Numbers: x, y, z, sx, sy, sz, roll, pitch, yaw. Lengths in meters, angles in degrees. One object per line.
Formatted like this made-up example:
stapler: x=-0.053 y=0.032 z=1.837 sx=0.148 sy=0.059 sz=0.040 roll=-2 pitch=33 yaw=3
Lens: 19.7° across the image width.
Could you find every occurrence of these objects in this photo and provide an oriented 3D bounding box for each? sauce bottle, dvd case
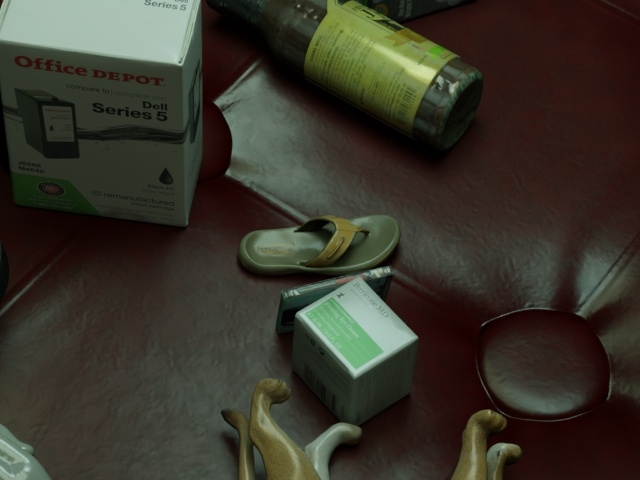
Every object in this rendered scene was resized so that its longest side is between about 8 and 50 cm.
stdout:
sauce bottle: x=0.022 y=-0.226 z=2.138 sx=0.344 sy=0.111 sz=0.111 roll=31 pitch=57 yaw=17
dvd case: x=0.014 y=0.062 z=1.935 sx=0.119 sy=0.087 sz=0.013 roll=-14 pitch=65 yaw=-14

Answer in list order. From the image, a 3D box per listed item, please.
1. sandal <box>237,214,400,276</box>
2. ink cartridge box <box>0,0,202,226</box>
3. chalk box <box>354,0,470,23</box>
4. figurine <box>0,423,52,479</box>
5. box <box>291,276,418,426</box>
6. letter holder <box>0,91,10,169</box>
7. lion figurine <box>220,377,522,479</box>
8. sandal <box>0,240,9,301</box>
sandal: x=0.000 y=0.000 z=2.004 sx=0.180 sy=0.049 sz=0.072 roll=-4 pitch=53 yaw=-6
ink cartridge box: x=-0.230 y=-0.150 z=1.964 sx=0.198 sy=0.273 sz=0.115 roll=8 pitch=53 yaw=3
chalk box: x=0.075 y=-0.348 z=2.220 sx=0.213 sy=0.132 sz=0.132 roll=-18 pitch=56 yaw=-17
figurine: x=-0.302 y=0.290 z=1.756 sx=0.209 sy=0.092 sz=0.215 roll=32 pitch=57 yaw=10
box: x=0.035 y=0.116 z=1.886 sx=0.087 sy=0.102 sz=0.101 roll=-30 pitch=59 yaw=-25
letter holder: x=-0.405 y=-0.148 z=1.935 sx=0.152 sy=0.302 sz=0.214 roll=-23 pitch=58 yaw=-19
lion figurine: x=0.065 y=0.277 z=1.766 sx=0.392 sy=0.142 sz=0.240 roll=4 pitch=59 yaw=17
sandal: x=-0.539 y=0.032 z=1.855 sx=0.445 sy=0.107 sz=0.168 roll=-10 pitch=49 yaw=4
